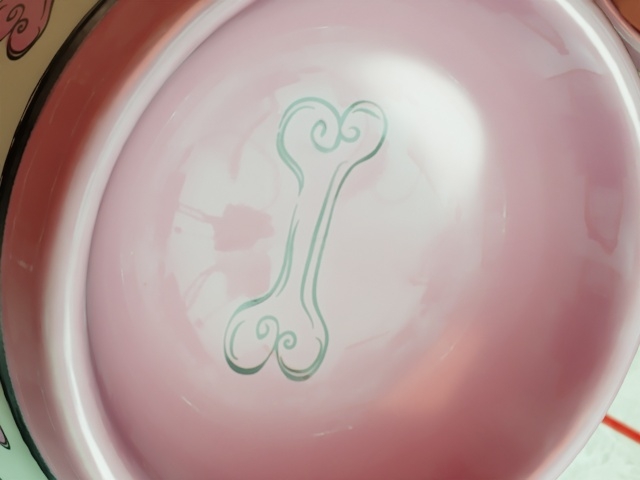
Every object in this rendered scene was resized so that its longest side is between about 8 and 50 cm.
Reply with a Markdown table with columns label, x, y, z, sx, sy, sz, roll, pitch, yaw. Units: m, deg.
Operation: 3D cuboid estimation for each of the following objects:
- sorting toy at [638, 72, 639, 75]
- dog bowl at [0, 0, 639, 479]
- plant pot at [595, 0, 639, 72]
| label | x | y | z | sx | sy | sz | roll | pitch | yaw |
| --- | --- | --- | --- | --- | --- | --- | --- | --- | --- |
| sorting toy | 0.168 | -0.045 | 0.932 | 0.208 | 0.038 | 0.193 | 2 | 70 | -1 |
| dog bowl | 0.000 | 0.000 | 0.713 | 0.408 | 0.150 | 0.408 | -9 | 110 | -27 |
| plant pot | 0.239 | -0.184 | 0.848 | 0.201 | 0.180 | 0.201 | 0 | 91 | 2 |
